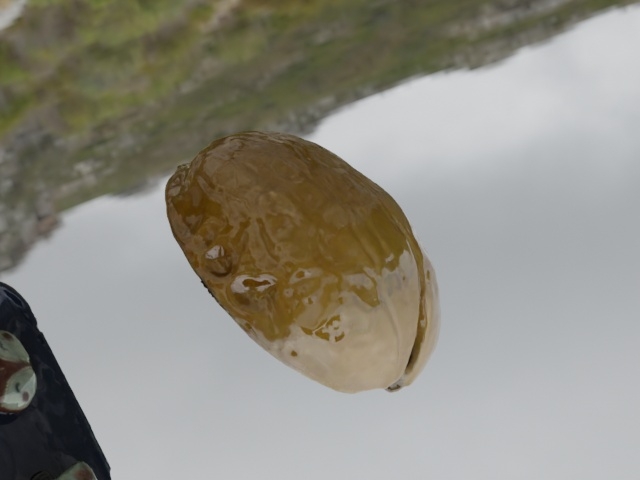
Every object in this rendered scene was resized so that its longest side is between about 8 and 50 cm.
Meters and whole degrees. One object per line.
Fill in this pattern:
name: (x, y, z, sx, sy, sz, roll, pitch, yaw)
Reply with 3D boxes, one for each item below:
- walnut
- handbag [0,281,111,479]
walnut: (0.000, -0.003, 1.003, 0.087, 0.211, 0.167, -53, 169, 34)
handbag: (-0.312, 0.183, 1.197, 0.122, 0.303, 0.329, -41, 159, 30)
